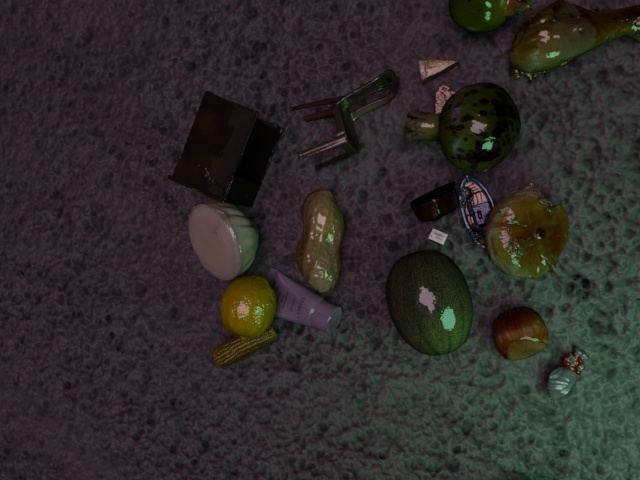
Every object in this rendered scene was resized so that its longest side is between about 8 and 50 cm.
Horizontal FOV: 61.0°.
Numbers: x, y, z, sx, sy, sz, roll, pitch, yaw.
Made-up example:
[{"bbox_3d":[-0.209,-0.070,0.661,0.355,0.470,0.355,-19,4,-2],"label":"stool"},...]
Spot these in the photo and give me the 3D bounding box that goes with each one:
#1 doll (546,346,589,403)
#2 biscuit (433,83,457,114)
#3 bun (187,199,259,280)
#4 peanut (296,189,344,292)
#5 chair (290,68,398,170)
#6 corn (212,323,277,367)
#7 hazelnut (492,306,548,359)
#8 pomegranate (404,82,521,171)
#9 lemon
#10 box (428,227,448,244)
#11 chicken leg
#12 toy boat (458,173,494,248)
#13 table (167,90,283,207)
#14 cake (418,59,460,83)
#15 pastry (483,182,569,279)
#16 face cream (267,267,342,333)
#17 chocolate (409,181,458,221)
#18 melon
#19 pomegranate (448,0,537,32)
[{"bbox_3d":[0.698,0.386,1.543,0.094,0.079,0.180,38,85,-14],"label":"doll"},{"bbox_3d":[0.409,-0.347,1.621,0.162,0.035,0.250,-19,86,13],"label":"biscuit"},{"bbox_3d":[-0.281,-0.019,1.726,0.263,0.175,0.263,24,127,37],"label":"bun"},{"bbox_3d":[0.000,0.000,1.670,0.149,0.149,0.314,6,92,13],"label":"peanut"},{"bbox_3d":[0.091,-0.358,1.627,0.326,0.175,0.183,-16,78,19],"label":"chair"},{"bbox_3d":[-0.244,0.338,1.759,0.231,0.080,0.080,-28,84,7],"label":"corn"},{"bbox_3d":[0.563,0.260,1.541,0.150,0.150,0.150,0,90,13],"label":"hazelnut"},{"bbox_3d":[0.401,-0.333,1.512,0.306,0.242,0.242,35,98,27],"label":"pomegranate"},{"bbox_3d":[-0.222,0.206,1.681,0.180,0.180,0.193,-7,94,13],"label":"lemon"},{"bbox_3d":[0.345,-0.010,1.597,0.050,0.117,0.036,25,93,10],"label":"box"},{"bbox_3d":[0.737,-0.572,1.502,0.429,0.153,0.202,-10,104,5],"label":"chicken leg"},{"bbox_3d":[0.458,-0.087,1.581,0.100,0.097,0.223,-19,87,10],"label":"toy boat"},{"bbox_3d":[-0.283,-0.272,1.674,0.196,0.250,0.282,24,96,13],"label":"table"},{"bbox_3d":[0.354,-0.522,1.624,0.121,0.052,0.065,-20,84,13],"label":"cake"},{"bbox_3d":[0.573,-0.015,1.506,0.257,0.121,0.236,40,83,-17],"label":"pastry"},{"bbox_3d":[-0.069,0.201,1.717,0.273,0.096,0.154,19,98,25],"label":"face cream"},{"bbox_3d":[0.349,-0.103,1.602,0.148,0.125,0.080,-25,101,8],"label":"chocolate"},{"bbox_3d":[0.311,0.179,1.543,0.237,0.237,0.302,-17,89,13],"label":"melon"},{"bbox_3d":[0.468,-0.676,1.506,0.198,0.246,0.198,-11,114,-25],"label":"pomegranate"}]
